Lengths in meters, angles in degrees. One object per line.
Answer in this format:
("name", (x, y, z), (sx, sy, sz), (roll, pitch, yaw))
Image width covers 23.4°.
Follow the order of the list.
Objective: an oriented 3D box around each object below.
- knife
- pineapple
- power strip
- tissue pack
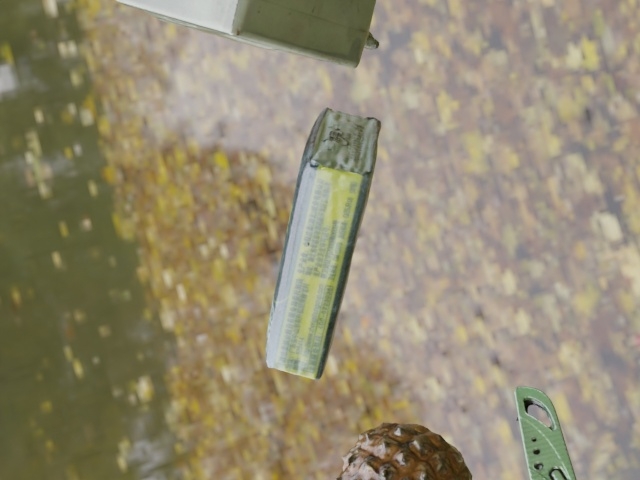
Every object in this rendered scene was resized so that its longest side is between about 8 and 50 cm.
("knife", (0.194, 0.240, 1.188), (0.020, 0.043, 0.293), (68, -171, -57))
("pineapple", (0.052, 0.343, 1.527), (0.364, 0.165, 0.165), (-63, -21, -50))
("power strip", (-0.020, -0.111, 0.734), (0.075, 0.175, 0.042), (20, 98, 32))
("tissue pack", (0.000, 0.000, 1.732), (0.185, 0.081, 0.257), (-79, 2, -65))
